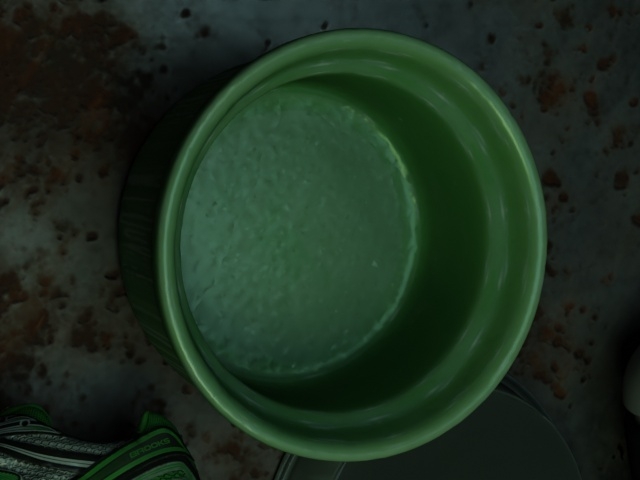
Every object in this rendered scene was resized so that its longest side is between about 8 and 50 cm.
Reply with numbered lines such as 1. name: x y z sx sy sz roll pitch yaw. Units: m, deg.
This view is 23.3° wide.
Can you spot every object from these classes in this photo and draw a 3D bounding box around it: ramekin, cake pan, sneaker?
1. ramekin: 0.000 0.000 1.139 0.303 0.148 0.303 -2 95 -25
2. cake pan: 0.096 0.239 1.255 0.293 0.054 0.293 -2 95 -25
3. sneaker: -0.247 0.194 1.070 0.344 0.134 0.146 -1 58 -19

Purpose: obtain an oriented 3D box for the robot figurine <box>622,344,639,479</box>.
1. robot figurine: 0.351 0.195 1.304 0.174 0.209 0.278 -13 100 -11
